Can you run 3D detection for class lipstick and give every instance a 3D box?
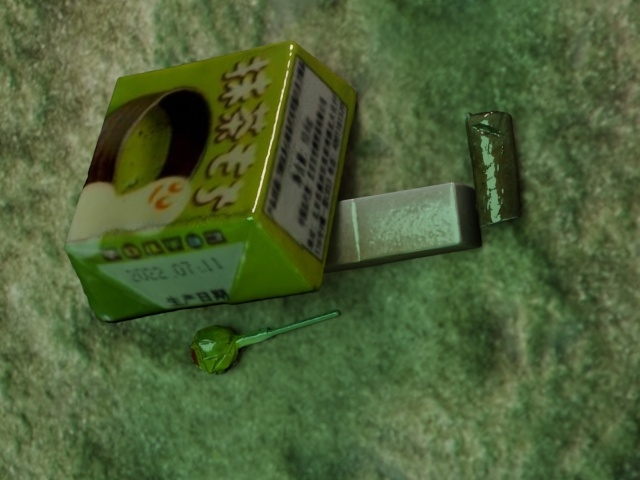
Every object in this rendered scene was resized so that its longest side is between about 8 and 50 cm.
[{"bbox_3d":[0.000,0.000,1.725,0.371,0.080,0.076,-9,82,24],"label":"lipstick"}]

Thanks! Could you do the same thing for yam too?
[{"bbox_3d":[0.194,-0.082,1.652,0.054,0.054,0.132,-8,85,25],"label":"yam"}]

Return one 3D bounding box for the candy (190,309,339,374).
[{"bbox_3d":[-0.067,0.114,1.773,0.194,0.062,0.058,-17,36,15],"label":"candy"}]

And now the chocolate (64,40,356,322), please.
[{"bbox_3d":[-0.129,-0.073,1.690,0.288,0.137,0.301,-8,52,25],"label":"chocolate"}]
